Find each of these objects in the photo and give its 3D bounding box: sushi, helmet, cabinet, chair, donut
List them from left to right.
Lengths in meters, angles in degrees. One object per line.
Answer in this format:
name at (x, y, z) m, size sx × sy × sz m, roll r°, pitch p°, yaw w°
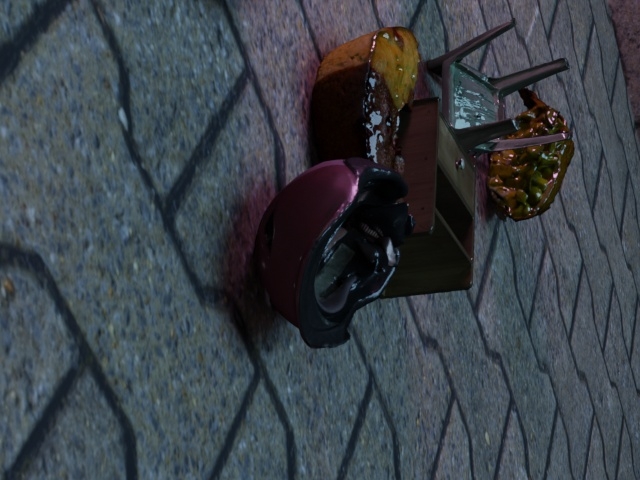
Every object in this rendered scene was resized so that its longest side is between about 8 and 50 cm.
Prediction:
helmet at (0.000, 0.000, 1.516) m, size 0.253 × 0.154 × 0.198 m, roll -28°, pitch 131°, yaw -46°
donut at (0.048, -0.167, 1.720) m, size 0.151 × 0.112 × 0.295 m, roll 44°, pitch 44°, yaw -51°
cabinet at (0.126, -0.059, 1.820) m, size 0.175 × 0.148 × 0.215 m, roll 49°, pitch 39°, yaw -53°
chair at (0.266, -0.205, 2.143) m, size 0.190 × 0.274 × 0.203 m, roll 18°, pitch 67°, yaw -39°
sushi at (0.387, -0.157, 2.437) m, size 0.296 × 0.167 × 0.179 m, roll -57°, pitch 133°, yaw -27°
